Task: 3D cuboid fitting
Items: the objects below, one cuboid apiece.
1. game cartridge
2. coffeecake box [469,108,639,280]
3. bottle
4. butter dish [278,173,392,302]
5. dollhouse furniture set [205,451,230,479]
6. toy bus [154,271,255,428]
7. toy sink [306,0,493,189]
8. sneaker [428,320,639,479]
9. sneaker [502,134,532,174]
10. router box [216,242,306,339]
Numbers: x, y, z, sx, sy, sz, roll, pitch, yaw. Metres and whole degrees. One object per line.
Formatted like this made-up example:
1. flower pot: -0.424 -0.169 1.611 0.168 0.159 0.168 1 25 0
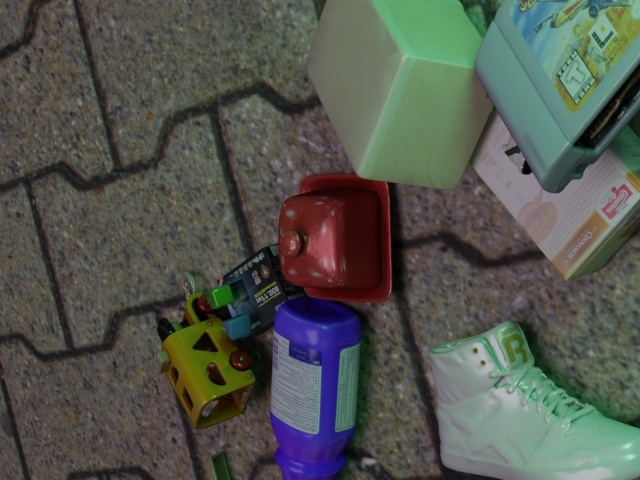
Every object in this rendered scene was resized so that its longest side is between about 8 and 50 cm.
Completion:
1. game cartridge: 0.258 -0.213 1.282 0.297 0.062 0.198 -55 46 33
2. coffeecake box: 0.257 -0.076 1.448 0.185 0.068 0.142 54 131 22
3. bottle: -0.009 0.218 1.789 0.118 0.092 0.282 23 117 47
4. butter dish: 0.000 0.000 1.693 0.160 0.118 0.159 2 96 45
5. dollhouse furniture set: -0.129 0.359 1.972 0.081 0.091 0.114 -17 85 32
6. toy bus: -0.174 0.157 1.903 0.202 0.104 0.191 12 118 60
7. toy sink: 0.090 -0.187 1.523 0.234 0.131 0.152 -114 37 -50
8. sneaker: 0.229 0.174 1.519 0.293 0.108 0.169 -2 102 48
9. sneaker: 0.216 -0.122 1.401 0.044 0.040 0.109 46 123 38
10. router box: -0.078 0.069 1.859 0.122 0.038 0.092 -35 76 45
